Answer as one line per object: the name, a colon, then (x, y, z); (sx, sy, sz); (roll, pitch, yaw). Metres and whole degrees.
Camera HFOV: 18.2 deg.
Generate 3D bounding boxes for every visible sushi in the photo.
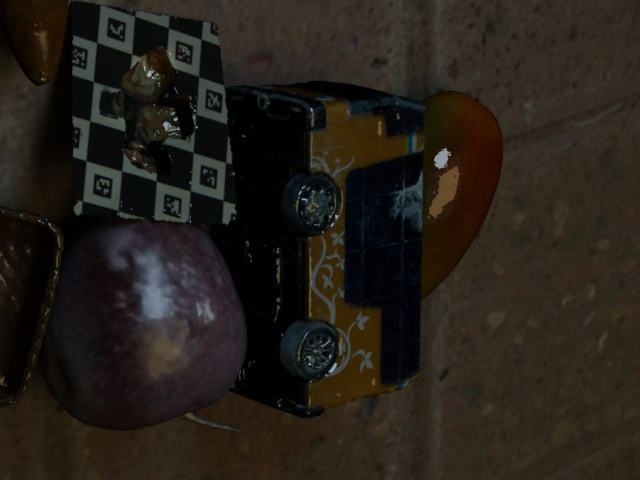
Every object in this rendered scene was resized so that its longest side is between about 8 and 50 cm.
sushi: (-0.173, -0.116, 1.932); (0.193, 0.040, 0.210); (5, 76, -39)

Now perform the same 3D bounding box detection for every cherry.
cherry: (-0.173, 0.085, 1.961); (0.213, 0.184, 0.266); (-21, 103, -48)

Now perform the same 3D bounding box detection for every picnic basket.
picnic basket: (-0.311, 0.057, 1.891); (0.110, 0.055, 0.193); (14, 103, -15)

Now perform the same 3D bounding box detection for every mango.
mango: (0.105, -0.028, 2.206); (0.146, 0.129, 0.289); (11, 110, -45)

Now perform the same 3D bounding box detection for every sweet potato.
sweet potato: (-0.262, -0.310, 1.742); (0.112, 0.112, 0.359); (-34, 131, -27)

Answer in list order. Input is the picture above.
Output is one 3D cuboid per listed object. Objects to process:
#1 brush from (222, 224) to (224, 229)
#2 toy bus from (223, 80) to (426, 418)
brush: (-0.083, -0.008, 2.117); (0.090, 0.017, 0.314); (-36, 129, -24)
toy bus: (0.000, 0.000, 2.057); (0.194, 0.162, 0.323); (-9, 106, -39)
